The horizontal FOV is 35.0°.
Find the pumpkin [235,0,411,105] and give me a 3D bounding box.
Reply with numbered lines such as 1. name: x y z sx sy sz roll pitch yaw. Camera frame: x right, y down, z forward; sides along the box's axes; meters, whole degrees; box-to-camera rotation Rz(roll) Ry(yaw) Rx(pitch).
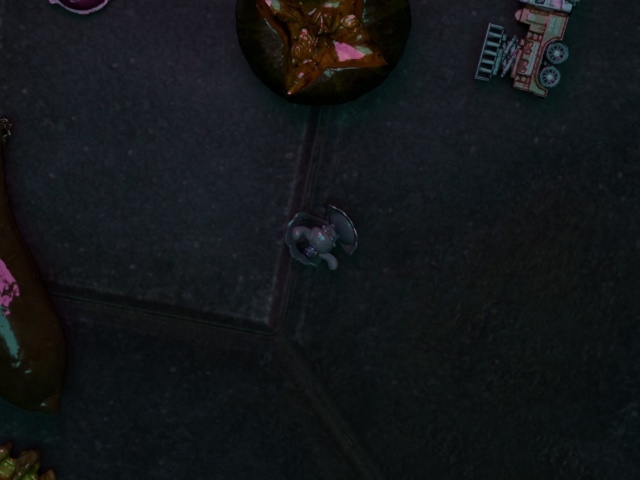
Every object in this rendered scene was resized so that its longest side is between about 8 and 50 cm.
1. pumpkin: 0.005 -0.295 1.354 0.238 0.159 0.237 1 121 2

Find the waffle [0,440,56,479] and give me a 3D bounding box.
1. waffle: -0.507 0.429 1.501 0.310 0.065 0.283 -6 101 -4

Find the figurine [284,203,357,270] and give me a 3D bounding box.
1. figurine: 0.000 0.000 1.438 0.086 0.082 0.094 -27 106 -20

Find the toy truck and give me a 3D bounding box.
1. toy truck: 0.291 -0.293 1.406 0.115 0.080 0.177 16 100 5

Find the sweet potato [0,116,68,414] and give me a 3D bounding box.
1. sweet potato: -0.444 0.045 1.415 0.131 0.130 0.422 -13 91 0

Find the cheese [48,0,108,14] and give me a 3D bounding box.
1. cheese: -0.309 -0.365 1.392 0.145 0.038 0.095 -21 101 -5
